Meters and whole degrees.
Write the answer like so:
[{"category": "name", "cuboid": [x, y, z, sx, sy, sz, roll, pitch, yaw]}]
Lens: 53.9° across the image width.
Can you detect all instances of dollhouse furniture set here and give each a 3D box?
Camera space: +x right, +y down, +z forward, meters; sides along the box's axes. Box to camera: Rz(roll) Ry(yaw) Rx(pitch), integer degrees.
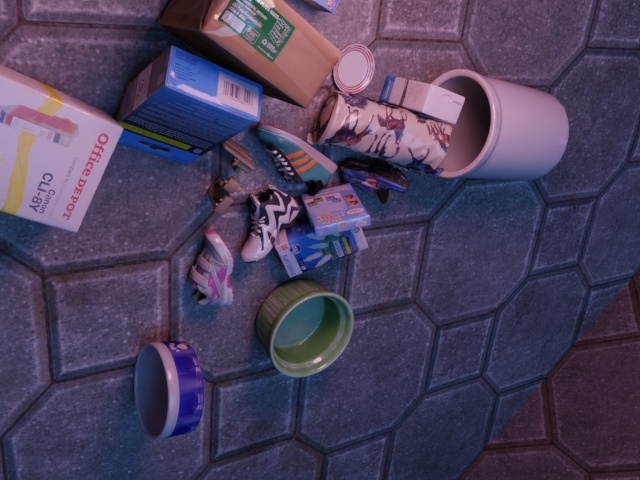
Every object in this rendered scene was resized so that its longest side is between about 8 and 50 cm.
[{"category": "dollhouse furniture set", "cuboid": [-0.273, -0.186, 1.667, 0.151, 0.144, 0.123, -46, 126, 13]}]

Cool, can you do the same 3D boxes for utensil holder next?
[{"category": "utensil holder", "cuboid": [0.544, -0.346, 1.995, 0.386, 0.328, 0.327, 1, 112, -36]}]

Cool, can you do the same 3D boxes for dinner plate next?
[{"category": "dinner plate", "cuboid": [0.095, -0.495, 1.818, 0.141, 0.017, 0.141, -14, 120, -26]}]

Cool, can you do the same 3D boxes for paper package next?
[{"category": "paper package", "cuboid": [-0.165, -0.475, 1.467, 0.325, 0.309, 0.168, 30, 92, -39]}]

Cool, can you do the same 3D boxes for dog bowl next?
[{"category": "dog bowl", "cuboid": [-0.429, 0.416, 1.771, 0.104, 0.265, 0.264, 1, 112, -36]}]

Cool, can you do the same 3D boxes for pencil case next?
[{"category": "pencil case", "cuboid": [0.173, -0.303, 1.820, 0.411, 0.160, 0.183, 12, 118, -22]}]

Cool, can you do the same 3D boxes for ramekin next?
[{"category": "ramekin", "cuboid": [-0.058, 0.271, 2.018, 0.304, 0.148, 0.303, -15, 121, -27]}]

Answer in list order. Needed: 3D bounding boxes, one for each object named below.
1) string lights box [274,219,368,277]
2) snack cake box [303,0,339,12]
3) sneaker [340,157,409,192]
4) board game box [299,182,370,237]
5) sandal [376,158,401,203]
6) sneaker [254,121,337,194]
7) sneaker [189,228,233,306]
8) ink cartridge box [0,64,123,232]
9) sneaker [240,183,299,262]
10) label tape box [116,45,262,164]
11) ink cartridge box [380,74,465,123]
[{"category": "string lights box", "cuboid": [0.000, 0.000, 1.912, 0.260, 0.076, 0.133, -22, 126, 3]}, {"category": "snack cake box", "cuboid": [0.012, -0.737, 1.595, 0.152, 0.089, 0.264, 18, 102, -39]}, {"category": "sneaker", "cuboid": [0.166, -0.187, 1.930, 0.083, 0.221, 0.087, -60, 162, -44]}, {"category": "board game box", "cuboid": [0.039, -0.092, 1.833, 0.160, 0.211, 0.039, -13, 122, -7]}, {"category": "sandal", "cuboid": [0.220, -0.235, 1.988, 0.079, 0.088, 0.240, -20, 117, -22]}, {"category": "sneaker", "cuboid": [-0.080, -0.224, 1.780, 0.302, 0.108, 0.121, 28, 91, -41]}, {"category": "sneaker", "cuboid": [-0.315, 0.091, 1.788, 0.111, 0.103, 0.252, -15, 120, -29]}, {"category": "ink cartridge box", "cuboid": [-0.669, -0.214, 1.362, 0.385, 0.160, 0.279, 21, 100, -39]}, {"category": "sneaker", "cuboid": [-0.180, -0.060, 1.807, 0.235, 0.094, 0.153, -48, 128, -4]}, {"category": "label tape box", "cuboid": [-0.333, -0.308, 1.501, 0.241, 0.334, 0.105, 16, 68, -38]}, {"category": "ink cartridge box", "cuboid": [0.300, -0.420, 1.869, 0.148, 0.203, 0.085, 9, 105, -36]}]
